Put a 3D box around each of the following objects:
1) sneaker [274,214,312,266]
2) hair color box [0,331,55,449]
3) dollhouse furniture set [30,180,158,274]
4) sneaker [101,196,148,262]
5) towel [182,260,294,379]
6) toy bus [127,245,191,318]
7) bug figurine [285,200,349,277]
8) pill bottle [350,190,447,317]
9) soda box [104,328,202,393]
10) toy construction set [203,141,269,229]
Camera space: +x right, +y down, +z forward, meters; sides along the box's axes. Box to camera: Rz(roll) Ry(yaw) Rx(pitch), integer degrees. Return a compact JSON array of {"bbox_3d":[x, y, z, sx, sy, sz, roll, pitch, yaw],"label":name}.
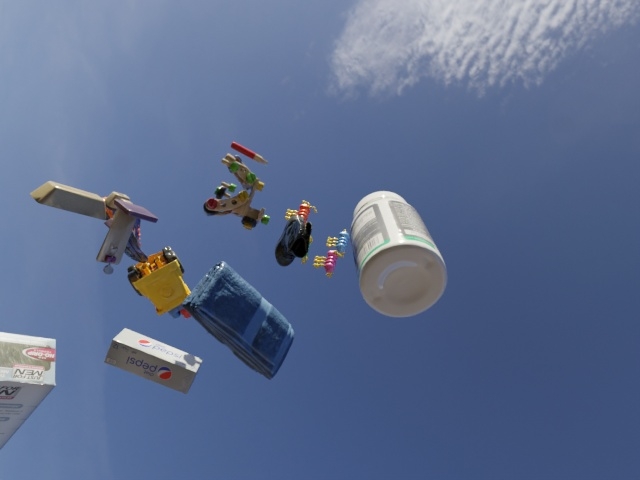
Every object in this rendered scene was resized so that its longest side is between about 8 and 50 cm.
[{"bbox_3d":[-0.059,0.013,0.971,0.089,0.051,0.170,-106,-149,-49],"label":"sneaker"},{"bbox_3d":[-0.707,0.334,0.886,0.374,0.185,0.113,-44,-132,20],"label":"hair color box"},{"bbox_3d":[-0.257,-0.015,0.476,0.091,0.114,0.081,28,-85,40],"label":"dollhouse furniture set"},{"bbox_3d":[-0.557,-0.035,1.308,0.083,0.087,0.221,-3,-67,57],"label":"sneaker"},{"bbox_3d":[-0.076,0.080,0.454,0.029,0.067,0.119,-20,-59,44],"label":"towel"},{"bbox_3d":[-0.474,0.144,1.378,0.220,0.150,0.211,22,-39,63],"label":"toy bus"},{"bbox_3d":[0.000,0.000,1.533,0.072,0.279,0.216,-26,-139,43],"label":"bug figurine"},{"bbox_3d":[0.184,0.015,1.159,0.205,0.361,0.204,0,-62,-1],"label":"pill bottle"},{"bbox_3d":[-0.546,0.398,1.476,0.287,0.098,0.091,23,-80,-5],"label":"soda box"},{"bbox_3d":[-0.267,-0.187,1.654,0.237,0.257,0.308,27,-45,-7],"label":"toy construction set"}]
